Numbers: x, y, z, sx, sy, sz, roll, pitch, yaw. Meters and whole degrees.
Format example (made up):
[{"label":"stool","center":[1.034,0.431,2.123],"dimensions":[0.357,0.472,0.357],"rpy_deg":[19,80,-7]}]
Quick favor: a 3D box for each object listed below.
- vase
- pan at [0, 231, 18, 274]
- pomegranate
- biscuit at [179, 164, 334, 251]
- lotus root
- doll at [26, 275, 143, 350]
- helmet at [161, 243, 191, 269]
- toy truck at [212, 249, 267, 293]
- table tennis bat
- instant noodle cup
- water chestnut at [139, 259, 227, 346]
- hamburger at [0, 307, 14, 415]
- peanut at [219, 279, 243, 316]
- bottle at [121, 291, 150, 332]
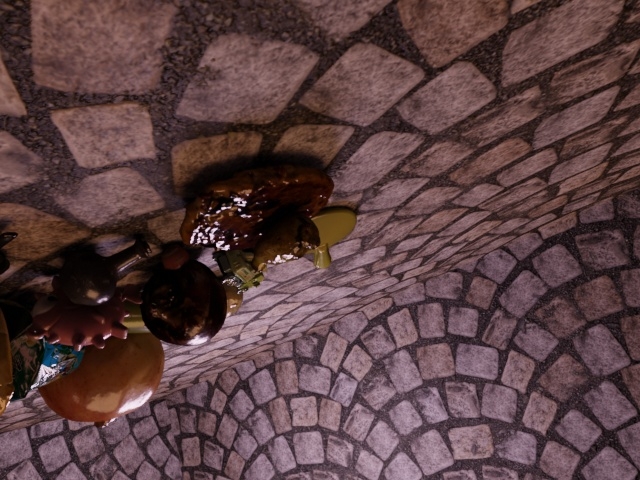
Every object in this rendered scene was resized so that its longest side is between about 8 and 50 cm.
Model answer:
[{"label":"vase","center":[-0.443,0.057,1.000],"dimensions":[0.182,0.120,0.120],"rpy_deg":[-31,164,-14]},{"label":"pan","center":[-0.610,0.025,0.851],"dimensions":[0.235,0.028,0.136],"rpy_deg":[-26,162,26]},{"label":"pomegranate","center":[-0.618,0.381,1.367],"dimensions":[0.337,0.338,0.338],"rpy_deg":[-18,161,-6]},{"label":"biscuit","center":[-0.132,-0.071,0.991],"dimensions":[0.333,0.081,0.289],"rpy_deg":[-10,159,-39]},{"label":"lotus root","center":[-0.087,0.008,1.015],"dimensions":[0.190,0.095,0.108],"rpy_deg":[-25,165,36]},{"label":"doll","center":[-0.513,0.154,1.051],"dimensions":[0.261,0.211,0.093],"rpy_deg":[-18,142,-50]},{"label":"helmet","center":[-0.347,0.035,1.117],"dimensions":[0.084,0.049,0.065],"rpy_deg":[-2,-144,50]},{"label":"toy truck","center":[-0.211,0.074,1.315],"dimensions":[0.116,0.085,0.191],"rpy_deg":[-25,159,1]},{"label":"table tennis bat","center":[0.000,0.000,1.380],"dimensions":[0.224,0.054,0.369],"rpy_deg":[-20,157,-4]},{"label":"instant noodle cup","center":[-0.693,0.254,1.134],"dimensions":[0.240,0.240,0.178],"rpy_deg":[-23,169,8]},{"label":"water chestnut","center":[-0.349,0.152,1.188],"dimensions":[0.223,0.224,0.238],"rpy_deg":[-29,161,25]},{"label":"hamburger","center":[-0.742,0.255,0.927],"dimensions":[0.284,0.305,0.174],"rpy_deg":[-25,163,14]},{"label":"peanut","center":[-0.314,0.183,1.471],"dimensions":[0.159,0.109,0.140],"rpy_deg":[-23,162,16]},{"label":"bottle","center":[-0.456,0.198,1.320],"dimensions":[0.260,0.112,0.112],"rpy_deg":[5,151,-35]}]
